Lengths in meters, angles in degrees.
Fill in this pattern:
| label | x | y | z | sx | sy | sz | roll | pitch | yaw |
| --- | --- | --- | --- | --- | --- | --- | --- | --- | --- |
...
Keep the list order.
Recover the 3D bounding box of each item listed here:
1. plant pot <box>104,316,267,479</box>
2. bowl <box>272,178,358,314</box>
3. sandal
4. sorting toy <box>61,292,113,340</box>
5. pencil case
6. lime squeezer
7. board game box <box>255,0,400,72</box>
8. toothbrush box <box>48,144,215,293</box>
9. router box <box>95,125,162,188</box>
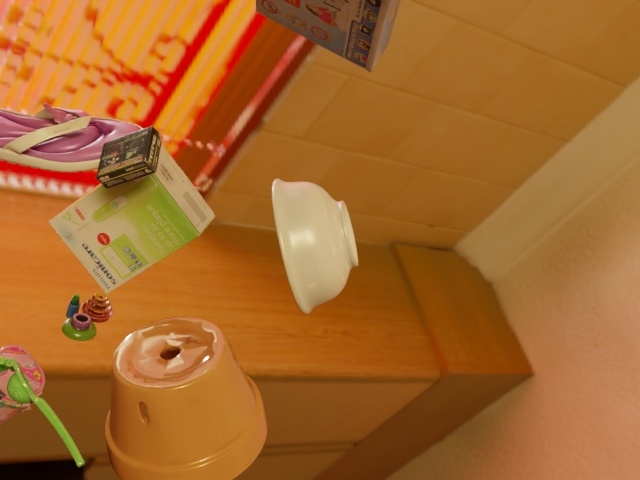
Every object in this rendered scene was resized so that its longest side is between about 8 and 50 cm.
| label | x | y | z | sx | sy | sz | roll | pitch | yaw |
| --- | --- | --- | --- | --- | --- | --- | --- | --- | --- |
| plant pot | -0.250 | 0.273 | 1.443 | 0.291 | 0.291 | 0.203 | 36 | -39 | 48 |
| bowl | 0.000 | 0.000 | 1.718 | 0.134 | 0.298 | 0.298 | -12 | -110 | 7 |
| sandal | -0.578 | -0.230 | 1.694 | 0.102 | 0.416 | 0.169 | 91 | 4 | -46 |
| sorting toy | -0.355 | 0.107 | 1.238 | 0.102 | 0.061 | 0.042 | -59 | 172 | -63 |
| pencil case | -0.628 | 0.308 | 1.537 | 0.284 | 0.124 | 0.124 | -37 | -123 | 34 |
| lime squeezer | -0.460 | 0.217 | 1.164 | 0.059 | 0.310 | 0.110 | 109 | 2 | -47 |
| board game box | 0.013 | -0.523 | 1.702 | 0.086 | 0.302 | 0.308 | -59 | 176 | -16 |
| toothbrush box | -0.410 | -0.047 | 1.785 | 0.283 | 0.122 | 0.206 | -29 | -75 | 23 |
| router box | -0.368 | -0.160 | 1.574 | 0.122 | 0.038 | 0.092 | -15 | -130 | 22 |
